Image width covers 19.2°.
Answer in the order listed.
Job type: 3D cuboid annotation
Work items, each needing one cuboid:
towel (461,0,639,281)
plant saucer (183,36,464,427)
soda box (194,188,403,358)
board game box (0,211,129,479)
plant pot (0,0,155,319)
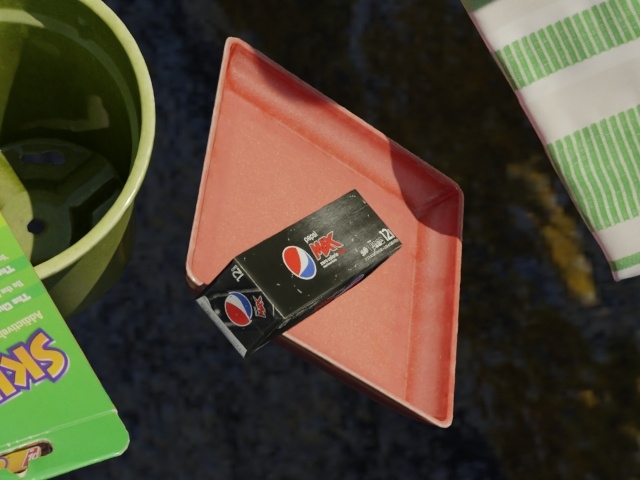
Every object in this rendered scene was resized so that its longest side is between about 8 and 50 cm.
[{"bbox_3d":[0.240,-0.141,1.370,0.248,0.038,0.325,-22,104,37],"label":"towel"},{"bbox_3d":[0.000,0.000,1.492,0.048,0.259,0.258,-35,34,37],"label":"plant saucer"},{"bbox_3d":[-0.014,0.021,1.360,0.060,0.169,0.053,50,126,7],"label":"soda box"},{"bbox_3d":[-0.210,0.039,1.006,0.259,0.124,0.039,53,146,35],"label":"board game box"},{"bbox_3d":[-0.258,-0.049,1.560,0.254,0.276,0.276,84,163,-71],"label":"plant pot"}]
